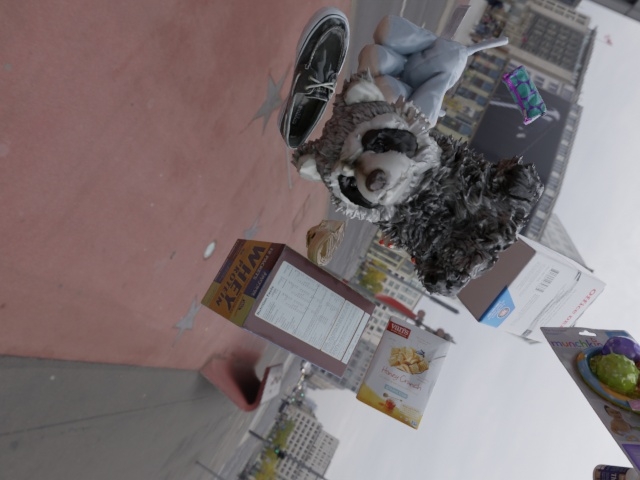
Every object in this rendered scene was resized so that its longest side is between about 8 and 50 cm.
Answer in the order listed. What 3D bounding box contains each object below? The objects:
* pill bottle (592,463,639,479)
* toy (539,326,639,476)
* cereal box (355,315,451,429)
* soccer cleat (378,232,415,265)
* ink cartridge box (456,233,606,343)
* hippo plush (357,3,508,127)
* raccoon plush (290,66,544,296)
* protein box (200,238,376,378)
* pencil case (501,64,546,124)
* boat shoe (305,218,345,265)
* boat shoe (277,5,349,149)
[{"bbox_3d":[0.657,0.520,0.909,0.067,0.067,0.120,-57,-174,-29],"label":"pill bottle"},{"bbox_3d":[0.398,0.176,0.530,0.237,0.136,0.056,-90,-175,-57],"label":"toy"},{"bbox_3d":[0.218,0.342,1.123,0.047,0.173,0.240,82,32,-74],"label":"cereal box"},{"bbox_3d":[0.200,0.019,0.854,0.076,0.196,0.068,2,113,-35],"label":"soccer cleat"},{"bbox_3d":[0.705,0.165,1.434,0.286,0.394,0.166,-59,-151,20],"label":"ink cartridge box"},{"bbox_3d":[0.205,-0.373,0.984,0.294,0.234,0.236,-49,179,-3],"label":"hippo plush"},{"bbox_3d":[0.128,-0.083,0.691,0.216,0.299,0.446,-54,177,3],"label":"raccoon plush"},{"bbox_3d":[-0.059,0.108,0.724,0.199,0.201,0.136,5,-117,59],"label":"protein box"},{"bbox_3d":[0.565,-0.403,1.184,0.070,0.152,0.064,-31,-177,-24],"label":"pencil case"},{"bbox_3d":[0.000,0.000,0.809,0.170,0.059,0.063,-43,143,-66],"label":"boat shoe"},{"bbox_3d":[-0.009,-0.366,1.014,0.119,0.121,0.335,-110,-147,-41],"label":"boat shoe"}]
